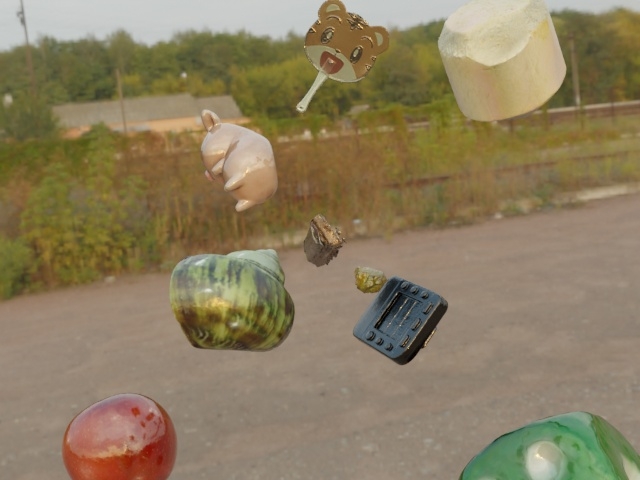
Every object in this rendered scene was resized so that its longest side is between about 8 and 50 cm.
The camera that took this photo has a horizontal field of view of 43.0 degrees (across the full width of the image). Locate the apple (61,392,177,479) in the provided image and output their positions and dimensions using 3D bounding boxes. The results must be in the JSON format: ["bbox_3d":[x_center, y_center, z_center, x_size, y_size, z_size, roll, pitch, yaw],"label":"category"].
[{"bbox_3d":[-0.458,0.483,1.879,0.260,0.216,0.260,-21,-26,-11],"label":"apple"}]

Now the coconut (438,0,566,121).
[{"bbox_3d":[0.366,-0.351,1.621,0.239,0.244,0.239,-19,31,12],"label":"coconut"}]

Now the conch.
[{"bbox_3d":[-0.110,0.073,1.107,0.124,0.187,0.181,-29,29,12],"label":"conch"}]

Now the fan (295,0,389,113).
[{"bbox_3d":[0.020,-0.342,1.577,0.153,0.226,0.008,33,16,-1],"label":"fan"}]

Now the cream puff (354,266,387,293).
[{"bbox_3d":[0.120,0.099,1.992,0.083,0.058,0.083,24,20,10],"label":"cream puff"}]

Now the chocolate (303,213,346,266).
[{"bbox_3d":[-0.003,0.006,1.965,0.065,0.102,0.329,-30,-6,-10],"label":"chocolate"}]

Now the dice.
[{"bbox_3d":[0.421,0.486,1.376,0.300,0.287,0.297,-40,-43,19],"label":"dice"}]

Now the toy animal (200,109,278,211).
[{"bbox_3d":[-0.183,-0.180,1.828,0.154,0.166,0.250,-30,44,-15],"label":"toy animal"}]

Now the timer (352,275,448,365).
[{"bbox_3d":[0.147,0.148,1.493,0.055,0.144,0.187,39,-7,-25],"label":"timer"}]
